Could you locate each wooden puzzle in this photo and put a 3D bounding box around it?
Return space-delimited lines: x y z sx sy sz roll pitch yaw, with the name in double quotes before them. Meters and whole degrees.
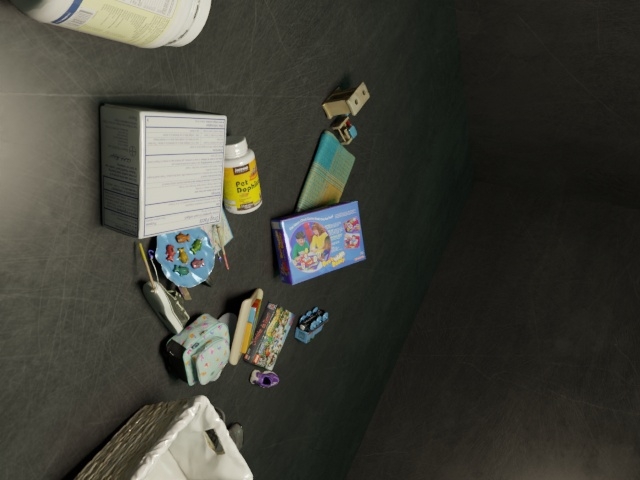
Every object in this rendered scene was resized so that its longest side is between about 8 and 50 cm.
"wooden puzzle" -0.242 0.287 1.674 0.238 0.044 0.221 -35 139 -85

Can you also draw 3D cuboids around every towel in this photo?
"towel" 0.014 -0.215 1.959 0.271 0.040 0.371 32 77 -59

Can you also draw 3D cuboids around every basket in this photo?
"basket" -0.409 0.640 1.302 0.331 0.266 0.329 -50 121 -53

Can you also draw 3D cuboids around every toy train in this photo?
"toy train" -0.035 0.359 2.109 0.184 0.080 0.105 -25 134 -55

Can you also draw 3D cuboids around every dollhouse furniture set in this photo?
"dollhouse furniture set" -0.378 0.114 1.430 0.081 0.091 0.114 -28 163 -17
"dollhouse furniture set" 0.121 -0.482 1.878 0.129 0.129 0.184 -55 130 -30

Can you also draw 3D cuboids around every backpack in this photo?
"backpack" -0.354 0.324 1.487 0.188 0.144 0.166 -50 148 -45

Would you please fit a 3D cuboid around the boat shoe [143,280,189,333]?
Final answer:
"boat shoe" -0.425 0.173 1.374 0.070 0.077 0.219 -52 151 -32

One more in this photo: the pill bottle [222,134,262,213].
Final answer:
"pill bottle" -0.244 -0.195 1.454 0.117 0.117 0.215 -43 137 -42

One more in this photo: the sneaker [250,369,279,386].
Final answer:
"sneaker" -0.207 0.547 1.912 0.170 0.071 0.068 32 76 -60

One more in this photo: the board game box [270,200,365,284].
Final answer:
"board game box" 0.000 0.000 1.826 0.347 0.078 0.234 -16 103 -34

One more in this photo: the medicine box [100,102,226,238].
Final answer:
"medicine box" -0.379 -0.173 1.208 0.263 0.149 0.290 -17 119 -56

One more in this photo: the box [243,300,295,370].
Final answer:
"box" -0.191 0.365 1.878 0.233 0.044 0.159 -66 149 -13

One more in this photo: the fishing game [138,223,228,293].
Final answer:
"fishing game" -0.362 0.033 1.352 0.264 0.041 0.189 -13 90 -48

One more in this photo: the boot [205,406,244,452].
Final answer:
"boot" -0.350 0.686 1.719 0.222 0.118 0.338 -16 128 -59

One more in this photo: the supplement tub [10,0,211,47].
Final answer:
"supplement tub" -0.394 -0.506 0.939 0.324 0.235 0.236 -13 114 -57

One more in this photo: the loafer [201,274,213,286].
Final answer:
"loafer" -0.357 0.078 1.453 0.061 0.062 0.170 -63 150 -28

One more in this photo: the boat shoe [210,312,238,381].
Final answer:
"boat shoe" -0.322 0.350 1.630 0.076 0.080 0.229 42 61 -78

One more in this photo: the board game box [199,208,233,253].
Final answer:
"board game box" -0.325 -0.040 1.482 0.103 0.026 0.154 -49 142 -37
